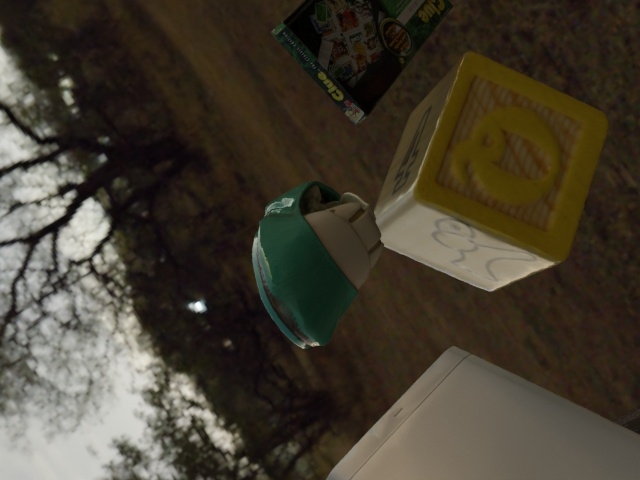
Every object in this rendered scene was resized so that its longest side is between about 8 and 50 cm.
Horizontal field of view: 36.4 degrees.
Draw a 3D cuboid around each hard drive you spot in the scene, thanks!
[{"bbox_3d":[0.193,0.258,1.038,0.353,0.233,0.047,23,150,51],"label":"hard drive"}]

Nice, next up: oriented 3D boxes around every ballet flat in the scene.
[{"bbox_3d":[0.000,0.000,0.702,0.083,0.087,0.247,55,-175,-13],"label":"ballet flat"}]

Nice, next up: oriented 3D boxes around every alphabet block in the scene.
[{"bbox_3d":[0.189,-0.071,1.139,0.192,0.193,0.197,22,163,-9],"label":"alphabet block"}]

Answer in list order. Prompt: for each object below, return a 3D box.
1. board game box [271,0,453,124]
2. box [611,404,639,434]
[{"bbox_3d":[0.056,-0.253,1.109,0.136,0.259,0.030,45,138,-10],"label":"board game box"},{"bbox_3d":[0.505,0.418,1.358,0.343,0.179,0.312,57,-147,11],"label":"box"}]
